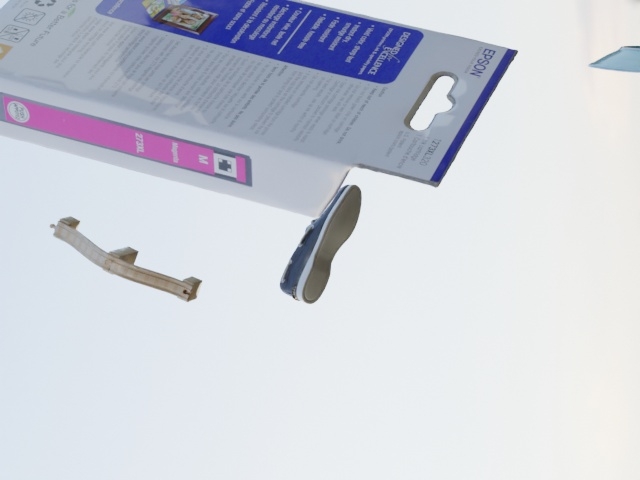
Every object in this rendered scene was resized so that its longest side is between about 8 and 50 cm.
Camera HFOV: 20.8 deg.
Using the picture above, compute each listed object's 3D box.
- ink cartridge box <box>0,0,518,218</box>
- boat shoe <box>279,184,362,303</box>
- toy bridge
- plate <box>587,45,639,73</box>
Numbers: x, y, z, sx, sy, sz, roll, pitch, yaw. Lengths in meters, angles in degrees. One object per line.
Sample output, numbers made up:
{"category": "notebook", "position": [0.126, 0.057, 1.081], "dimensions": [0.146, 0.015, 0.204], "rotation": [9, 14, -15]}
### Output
{"category": "ink cartridge box", "position": [-0.062, -0.112, 1.243], "dimensions": [0.176, 0.371, 0.069], "rotation": [-57, -26, -46]}
{"category": "boat shoe", "position": [0.000, 0.000, 1.681], "dimensions": [0.046, 0.038, 0.125], "rotation": [28, -96, -53]}
{"category": "toy bridge", "position": [-0.230, 0.022, 1.993], "dimensions": [0.026, 0.188, 0.063], "rotation": [-68, -13, 13]}
{"category": "plate", "position": [0.354, -0.175, 1.687], "dimensions": [0.188, 0.188, 0.024], "rotation": [-23, -64, -72]}
